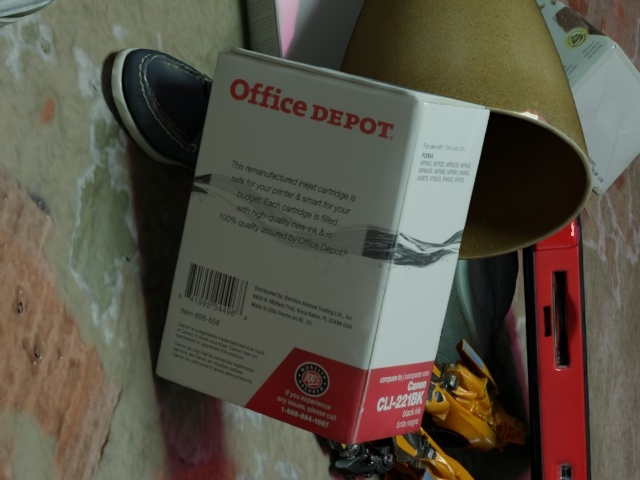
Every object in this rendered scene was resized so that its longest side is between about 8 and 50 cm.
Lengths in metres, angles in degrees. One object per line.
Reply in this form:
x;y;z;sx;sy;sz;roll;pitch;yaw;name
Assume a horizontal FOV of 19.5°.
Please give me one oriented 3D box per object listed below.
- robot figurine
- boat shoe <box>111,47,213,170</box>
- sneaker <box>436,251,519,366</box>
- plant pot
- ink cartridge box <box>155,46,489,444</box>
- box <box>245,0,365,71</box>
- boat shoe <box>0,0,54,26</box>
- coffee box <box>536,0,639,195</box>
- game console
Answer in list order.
0.098;0.163;1.816;0.291;0.085;0.211;48;50;-42;robot figurine
-0.081;-0.087;1.576;0.254;0.079;0.095;45;51;-46;boat shoe
0.133;-0.013;1.956;0.169;0.108;0.292;-50;135;-58;sneaker
0.114;-0.149;1.660;0.237;0.237;0.254;46;36;-48;plant pot
0.000;0.000;1.473;0.114;0.197;0.273;-2;106;-57;ink cartridge box
0.038;-0.230;1.774;0.232;0.058;0.322;-1;82;-33;box
-0.266;-0.192;1.229;0.320;0.103;0.118;-3;84;-63;boat shoe
0.202;-0.198;1.941;0.297;0.119;0.168;44;3;37;coffee box
0.239;0.103;2.000;0.342;0.060;0.386;-90;177;-80;game console
